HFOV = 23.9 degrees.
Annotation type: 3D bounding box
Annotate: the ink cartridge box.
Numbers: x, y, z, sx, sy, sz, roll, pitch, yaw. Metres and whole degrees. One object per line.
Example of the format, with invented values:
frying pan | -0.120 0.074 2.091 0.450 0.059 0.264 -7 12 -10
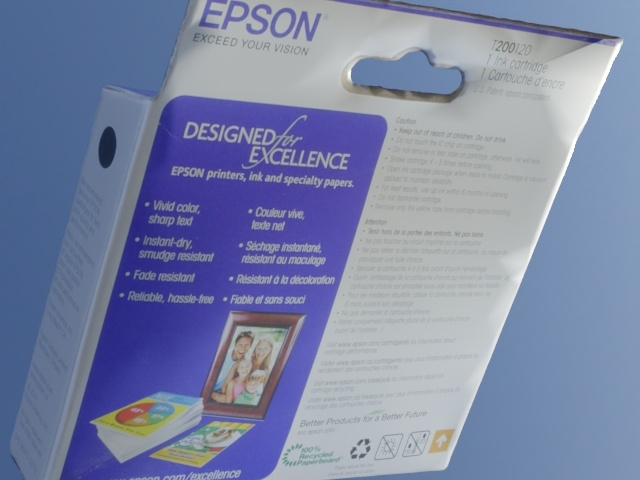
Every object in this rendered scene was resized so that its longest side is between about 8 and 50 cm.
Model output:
ink cartridge box | 0.000 0.000 0.583 0.206 0.208 0.045 3 -153 -38
